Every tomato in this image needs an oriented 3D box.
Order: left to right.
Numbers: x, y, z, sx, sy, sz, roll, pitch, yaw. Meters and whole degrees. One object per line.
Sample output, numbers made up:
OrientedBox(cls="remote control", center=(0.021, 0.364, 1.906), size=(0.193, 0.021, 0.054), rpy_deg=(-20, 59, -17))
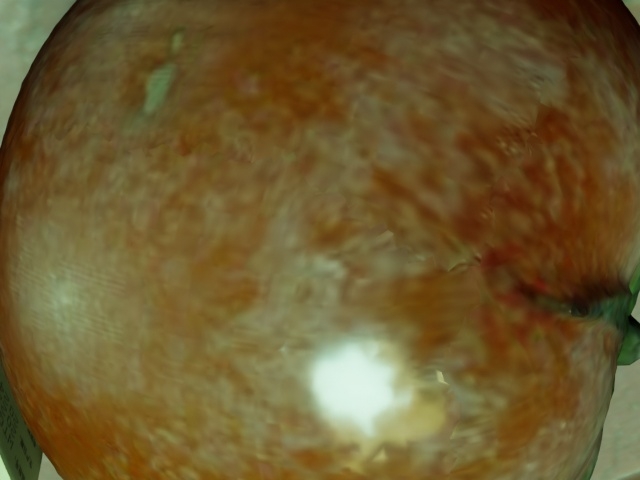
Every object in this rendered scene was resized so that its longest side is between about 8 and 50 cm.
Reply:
OrientedBox(cls="tomato", center=(0.000, 0.000, 0.441), size=(0.265, 0.265, 0.265), rpy_deg=(-3, 128, -4))

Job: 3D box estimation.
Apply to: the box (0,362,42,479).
OrientedBox(cls="box", center=(-0.238, 0.042, 0.549), size=(0.168, 0.095, 0.212), rpy_deg=(-9, 127, 0))
